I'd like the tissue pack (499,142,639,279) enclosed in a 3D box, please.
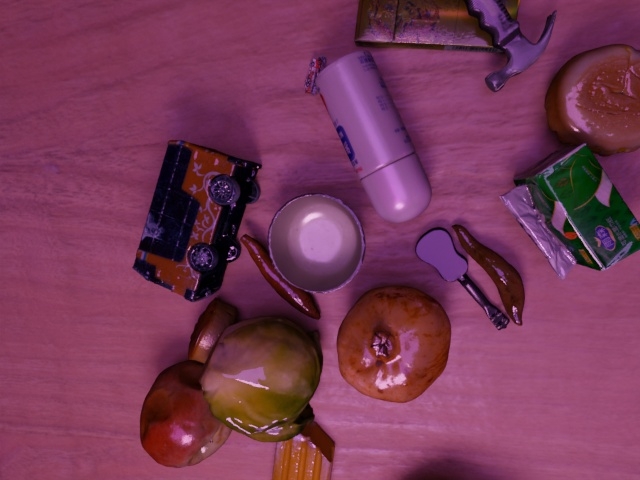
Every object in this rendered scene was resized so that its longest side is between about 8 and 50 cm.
[{"bbox_3d":[0.460,-0.048,0.780,0.156,0.148,0.209,-34,90,12],"label":"tissue pack"}]

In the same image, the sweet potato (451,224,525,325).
[{"bbox_3d":[0.367,0.060,0.859,0.250,0.059,0.069,55,141,2],"label":"sweet potato"}]

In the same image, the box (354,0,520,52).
[{"bbox_3d":[0.232,-0.476,0.824,0.310,0.043,0.173,8,100,10],"label":"box"}]

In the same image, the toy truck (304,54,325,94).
[{"bbox_3d":[-0.013,-0.362,0.898,0.031,0.024,0.084,11,102,-13],"label":"toy truck"}]

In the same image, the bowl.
[{"bbox_3d":[0.000,0.000,0.899,0.211,0.112,0.212,2,99,12],"label":"bowl"}]

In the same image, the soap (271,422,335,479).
[{"bbox_3d":[-0.044,0.564,1.002,0.140,0.073,0.232,8,99,9],"label":"soap"}]

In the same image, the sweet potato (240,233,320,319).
[{"bbox_3d":[-0.094,0.090,0.955,0.264,0.057,0.057,45,103,-4],"label":"sweet potato"}]

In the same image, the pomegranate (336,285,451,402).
[{"bbox_3d":[0.146,0.206,0.837,0.247,0.248,0.249,2,98,11],"label":"pomegranate"}]

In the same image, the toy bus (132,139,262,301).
[{"bbox_3d":[-0.274,-0.048,0.925,0.194,0.162,0.324,22,100,8],"label":"toy bus"}]

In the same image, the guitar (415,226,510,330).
[{"bbox_3d":[0.313,0.090,0.885,0.083,0.038,0.271,-41,88,15],"label":"guitar"}]

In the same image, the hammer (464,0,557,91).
[{"bbox_3d":[0.322,-0.415,0.771,0.158,0.041,0.226,-42,90,14],"label":"hammer"}]

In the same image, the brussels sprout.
[{"bbox_3d":[-0.119,0.299,0.911,0.294,0.227,0.260,29,93,-23],"label":"brussels sprout"}]

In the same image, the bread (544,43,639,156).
[{"bbox_3d":[0.530,-0.254,0.761,0.213,0.105,0.214,1,95,7],"label":"bread"}]

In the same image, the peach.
[{"bbox_3d":[-0.317,0.400,0.980,0.214,0.214,0.236,-42,54,13],"label":"peach"}]

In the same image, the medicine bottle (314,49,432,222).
[{"bbox_3d":[0.116,-0.198,0.840,0.130,0.130,0.341,-25,92,13],"label":"medicine bottle"}]

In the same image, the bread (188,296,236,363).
[{"bbox_3d":[-0.261,0.223,0.978,0.086,0.125,0.156,24,98,-10],"label":"bread"}]
